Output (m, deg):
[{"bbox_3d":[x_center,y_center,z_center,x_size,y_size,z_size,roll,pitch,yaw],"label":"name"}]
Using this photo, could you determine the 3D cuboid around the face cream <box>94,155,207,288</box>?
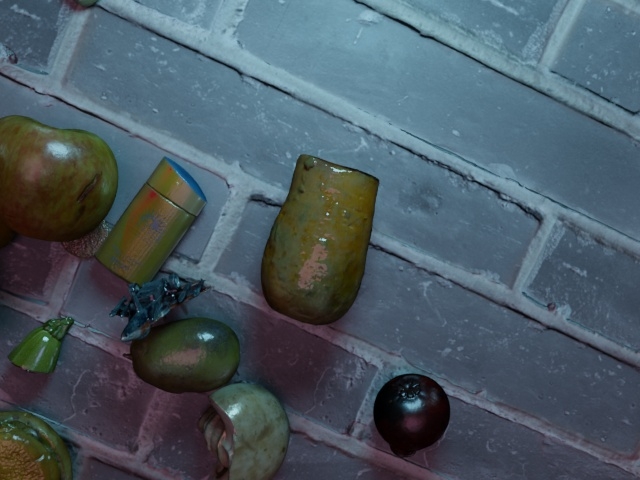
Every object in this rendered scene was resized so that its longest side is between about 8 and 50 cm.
[{"bbox_3d":[-0.380,-0.039,1.056,0.139,0.067,0.285,36,93,-7],"label":"face cream"}]

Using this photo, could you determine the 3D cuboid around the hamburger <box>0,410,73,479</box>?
[{"bbox_3d":[-0.673,0.509,1.064,0.157,0.144,0.282,-34,100,-5],"label":"hamburger"}]

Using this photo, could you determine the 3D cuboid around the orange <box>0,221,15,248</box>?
[{"bbox_3d":[-0.742,-0.022,1.041,0.085,0.085,0.095,35,98,-4],"label":"orange"}]

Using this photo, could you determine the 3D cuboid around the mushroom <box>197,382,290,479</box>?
[{"bbox_3d":[-0.170,0.446,1.066,0.189,0.195,0.253,-1,96,-35],"label":"mushroom"}]

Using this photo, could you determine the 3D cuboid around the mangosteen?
[{"bbox_3d":[0.212,0.409,1.073,0.200,0.200,0.199,0,95,-2],"label":"mangosteen"}]

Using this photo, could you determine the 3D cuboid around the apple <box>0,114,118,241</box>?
[{"bbox_3d":[-0.561,-0.122,0.954,0.265,0.264,0.264,0,95,-2],"label":"apple"}]

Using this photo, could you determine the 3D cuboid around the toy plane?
[{"bbox_3d":[-0.346,0.133,0.942,0.223,0.326,0.104,-14,92,-1],"label":"toy plane"}]

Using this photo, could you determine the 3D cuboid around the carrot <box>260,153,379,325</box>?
[{"bbox_3d":[0.000,0.000,0.993,0.225,0.224,0.340,17,91,-3],"label":"carrot"}]

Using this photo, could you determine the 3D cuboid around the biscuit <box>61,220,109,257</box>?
[{"bbox_3d":[-0.554,-0.016,1.079,0.120,0.015,0.120,0,95,-3],"label":"biscuit"}]

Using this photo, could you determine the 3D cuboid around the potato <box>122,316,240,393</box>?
[{"bbox_3d":[-0.309,0.257,1.037,0.252,0.159,0.174,1,94,-14],"label":"potato"}]

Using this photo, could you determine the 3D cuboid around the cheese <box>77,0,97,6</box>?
[{"bbox_3d":[-0.481,-0.607,1.016,0.192,0.037,0.097,-38,96,3],"label":"cheese"}]

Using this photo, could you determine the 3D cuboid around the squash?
[{"bbox_3d":[-0.640,0.229,1.070,0.105,0.105,0.132,26,80,-4],"label":"squash"}]
